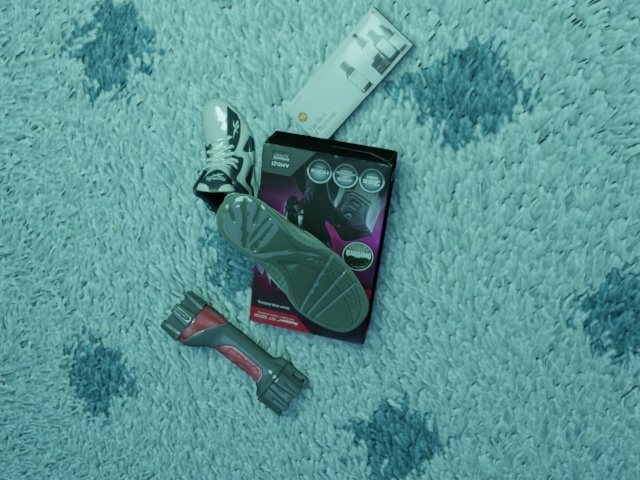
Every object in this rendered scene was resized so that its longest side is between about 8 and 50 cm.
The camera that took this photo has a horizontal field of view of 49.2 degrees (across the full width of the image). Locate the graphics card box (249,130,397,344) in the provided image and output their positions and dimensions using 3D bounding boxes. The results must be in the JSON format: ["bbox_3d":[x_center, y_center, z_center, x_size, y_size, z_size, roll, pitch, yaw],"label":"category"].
[{"bbox_3d":[0.000,0.000,1.285,0.232,0.094,0.371,12,115,9],"label":"graphics card box"}]

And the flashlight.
[{"bbox_3d":[-0.177,0.232,1.409,0.304,0.103,0.103,41,135,-2],"label":"flashlight"}]

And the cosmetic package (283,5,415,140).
[{"bbox_3d":[0.049,-0.290,1.242,0.099,0.060,0.239,43,109,-1],"label":"cosmetic package"}]

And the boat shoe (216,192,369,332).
[{"bbox_3d":[-0.045,0.033,1.213,0.320,0.103,0.118,39,98,-11],"label":"boat shoe"}]

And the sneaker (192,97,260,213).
[{"bbox_3d":[-0.180,-0.140,1.280,0.094,0.153,0.235,-4,104,11],"label":"sneaker"}]
